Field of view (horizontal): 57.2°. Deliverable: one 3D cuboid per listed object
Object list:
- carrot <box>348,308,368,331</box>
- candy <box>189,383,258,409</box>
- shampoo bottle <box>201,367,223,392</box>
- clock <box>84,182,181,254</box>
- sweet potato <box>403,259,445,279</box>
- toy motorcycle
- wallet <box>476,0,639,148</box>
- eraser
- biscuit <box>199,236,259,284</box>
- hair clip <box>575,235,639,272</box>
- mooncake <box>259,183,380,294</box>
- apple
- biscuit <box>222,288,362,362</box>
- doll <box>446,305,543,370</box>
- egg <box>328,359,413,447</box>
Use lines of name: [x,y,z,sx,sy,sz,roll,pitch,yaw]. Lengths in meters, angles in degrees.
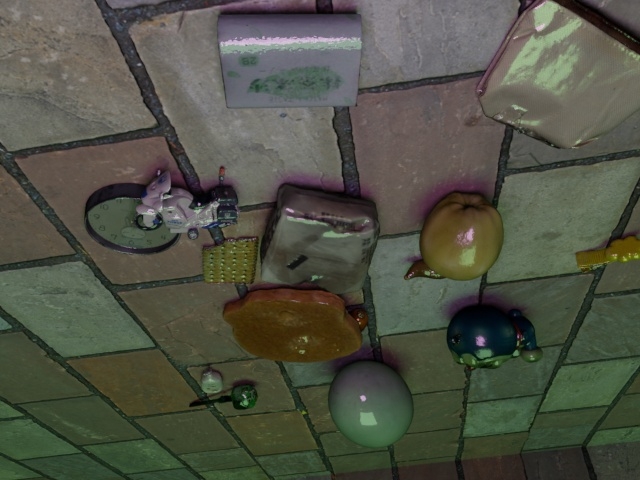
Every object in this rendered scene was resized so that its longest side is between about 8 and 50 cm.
carrot: [0.082,0.273,1.775,0.067,0.067,0.225,11,143,-20]
candy: [-0.367,0.586,2.154,0.324,0.097,0.097,-16,143,29]
shampoo bottle: [-0.375,0.475,2.013,0.077,0.045,0.151,0,143,-6]
clock: [-0.415,-0.042,1.309,0.215,0.041,0.215,-3,143,-2]
sweet potato: [0.337,0.060,1.521,0.250,0.059,0.069,-17,130,10]
toy motorcycle: [-0.274,-0.077,1.218,0.221,0.102,0.150,-2,133,-19]
wallet: [0.454,-0.290,1.056,0.336,0.068,0.274,19,134,-19]
eraser: [-0.049,-0.294,0.975,0.227,0.081,0.174,-3,144,-4]
biscuit: [-0.231,0.055,1.481,0.144,0.016,0.203,1,144,-8]
hair clip: [0.757,0.033,1.526,0.173,0.072,0.046,-19,145,33]
mooncake: [0.000,-0.005,1.318,0.250,0.136,0.254,7,134,-14]
apple: [0.317,-0.009,1.320,0.200,0.200,0.200,-3,144,-2]
biscuit: [-0.080,0.247,1.691,0.385,0.062,0.365,-6,141,19]
doll: [0.504,0.284,1.743,0.322,0.186,0.199,0,178,-35]
egg: [0.173,0.555,1.987,0.276,0.276,0.389,-19,142,18]
